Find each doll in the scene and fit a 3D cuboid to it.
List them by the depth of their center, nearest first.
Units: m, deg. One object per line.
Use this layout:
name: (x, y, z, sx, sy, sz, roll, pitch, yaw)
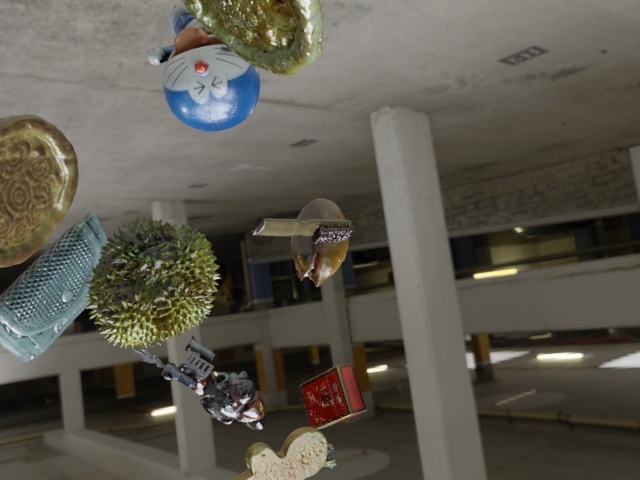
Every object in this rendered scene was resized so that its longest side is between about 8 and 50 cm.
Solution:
doll: (-0.186, -0.310, 1.030, 0.216, 0.256, 0.161, -8, 148, -12)

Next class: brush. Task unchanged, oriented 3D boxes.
brush: (-0.021, -0.017, 1.072, 0.248, 0.036, 0.043, 1, 131, -52)

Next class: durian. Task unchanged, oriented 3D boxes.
durian: (-0.336, 0.078, 1.223, 0.291, 0.290, 0.225, -10, 171, 20)

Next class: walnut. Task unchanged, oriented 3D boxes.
walnut: (0.000, 0.000, 1.426, 0.137, 0.245, 0.137, 2, 142, 1)

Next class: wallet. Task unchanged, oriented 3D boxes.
wallet: (-0.615, 0.117, 1.410, 0.075, 0.342, 0.237, 29, 152, 17)

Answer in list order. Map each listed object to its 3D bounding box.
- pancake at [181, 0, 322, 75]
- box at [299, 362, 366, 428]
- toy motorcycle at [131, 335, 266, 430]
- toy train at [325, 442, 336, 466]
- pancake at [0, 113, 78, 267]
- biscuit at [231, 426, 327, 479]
pancake: (-0.100, -0.292, 0.700, 0.254, 0.037, 0.253, 33, 162, 12)
box: (0.033, 0.491, 1.869, 0.074, 0.153, 0.240, 3, 152, -34)
toy motorcycle: (-0.295, 0.364, 1.563, 0.134, 0.401, 0.207, -55, -178, -34)
toy train: (0.000, 0.595, 1.647, 0.081, 0.060, 0.202, -11, 156, 0)
pancake: (-0.458, -0.071, 0.902, 0.031, 0.249, 0.250, 19, 179, 12)
biscuit: (-0.083, 0.398, 0.980, 0.234, 0.153, 0.030, -41, -153, -19)
